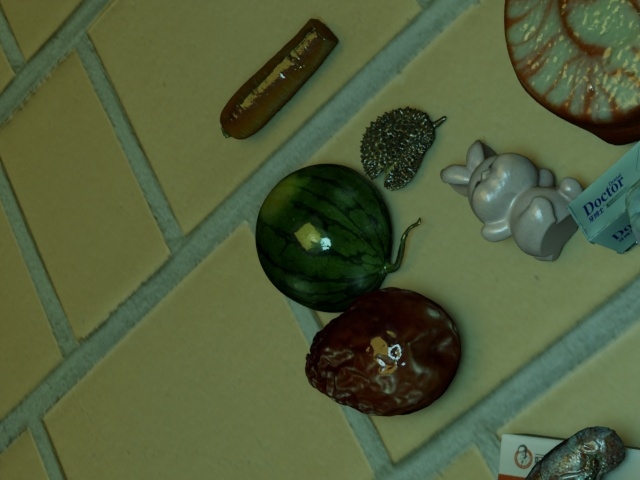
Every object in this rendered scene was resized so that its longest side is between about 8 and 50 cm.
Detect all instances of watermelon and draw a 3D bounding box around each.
[{"bbox_3d":[-0.006,-0.002,1.934,0.232,0.127,0.204,39,112,34],"label":"watermelon"}]

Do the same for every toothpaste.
[{"bbox_3d":[0.428,-0.111,1.624,0.313,0.089,0.071,-44,53,25],"label":"toothpaste"}]

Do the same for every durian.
[{"bbox_3d":[0.104,-0.135,1.905,0.140,0.071,0.110,-35,63,24],"label":"durian"}]

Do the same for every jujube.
[{"bbox_3d":[0.074,0.149,1.841,0.236,0.168,0.168,-15,73,52],"label":"jujube"}]

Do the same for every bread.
[{"bbox_3d":[0.370,-0.290,1.687,0.295,0.114,0.328,34,106,36],"label":"bread"}]

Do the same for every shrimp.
[{"bbox_3d":[0.277,0.284,1.626,0.073,0.075,0.190,47,107,12],"label":"shrimp"}]

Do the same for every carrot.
[{"bbox_3d":[-0.066,-0.229,2.058,0.225,0.067,0.067,-43,59,23],"label":"carrot"}]

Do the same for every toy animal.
[{"bbox_3d":[0.225,-0.063,1.767,0.212,0.124,0.124,36,105,33],"label":"toy animal"}]

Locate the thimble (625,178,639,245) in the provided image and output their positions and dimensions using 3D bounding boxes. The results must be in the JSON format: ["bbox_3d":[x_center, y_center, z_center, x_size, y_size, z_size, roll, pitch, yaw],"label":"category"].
[{"bbox_3d":[0.440,-0.009,1.509,0.150,0.237,0.237,-42,59,24],"label":"thimble"}]

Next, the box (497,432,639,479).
[{"bbox_3d":[0.364,0.348,1.625,0.353,0.069,0.214,2,84,37],"label":"box"}]
